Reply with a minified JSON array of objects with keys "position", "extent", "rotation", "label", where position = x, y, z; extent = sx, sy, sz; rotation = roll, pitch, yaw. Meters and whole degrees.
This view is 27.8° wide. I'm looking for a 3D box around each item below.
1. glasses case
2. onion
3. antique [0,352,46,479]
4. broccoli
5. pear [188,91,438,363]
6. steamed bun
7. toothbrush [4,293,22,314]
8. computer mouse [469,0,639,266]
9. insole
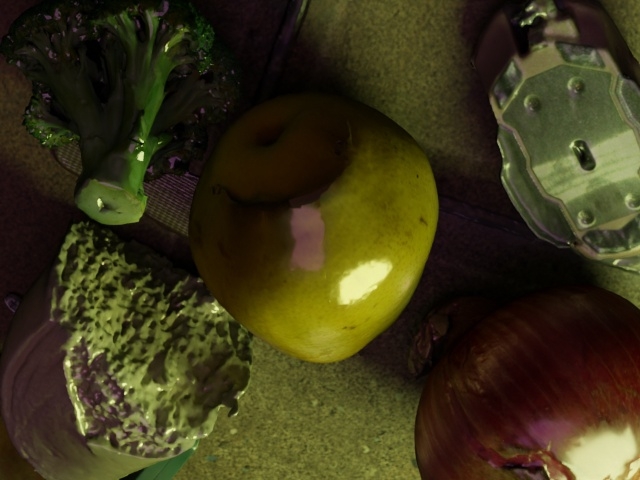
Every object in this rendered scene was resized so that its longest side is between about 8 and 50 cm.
[{"position":[-0.224,0.302,1.710],"extent":[0.039,0.078,0.184],"rotation":[34,113,-14],"label":"glasses case"},{"position":[0.275,0.217,1.541],"extent":[0.353,0.354,0.354],"rotation":[0,119,0],"label":"onion"},{"position":[-0.405,0.228,1.658],"extent":[0.087,0.093,0.310],"rotation":[-29,115,15],"label":"antique"},{"position":[-0.206,-0.131,1.371],"extent":[0.254,0.269,0.269],"rotation":[-12,119,18],"label":"broccoli"},{"position":[0.010,-0.007,1.440],"extent":[0.285,0.285,0.336],"rotation":[-40,128,19],"label":"pear"},{"position":[-0.250,0.115,1.507],"extent":[0.273,0.290,0.272],"rotation":[-32,101,24],"label":"steamed bun"},{"position":[-0.303,0.156,1.658],"extent":[0.022,0.026,0.263],"rotation":[-41,112,13],"label":"toothbrush"},{"position":[0.284,-0.145,1.452],"extent":[0.199,0.115,0.389],"rotation":[-21,107,22],"label":"computer mouse"},{"position":[-0.202,-0.062,1.550],"extent":[0.253,0.005,0.086],"rotation":[26,115,-14],"label":"insole"}]
